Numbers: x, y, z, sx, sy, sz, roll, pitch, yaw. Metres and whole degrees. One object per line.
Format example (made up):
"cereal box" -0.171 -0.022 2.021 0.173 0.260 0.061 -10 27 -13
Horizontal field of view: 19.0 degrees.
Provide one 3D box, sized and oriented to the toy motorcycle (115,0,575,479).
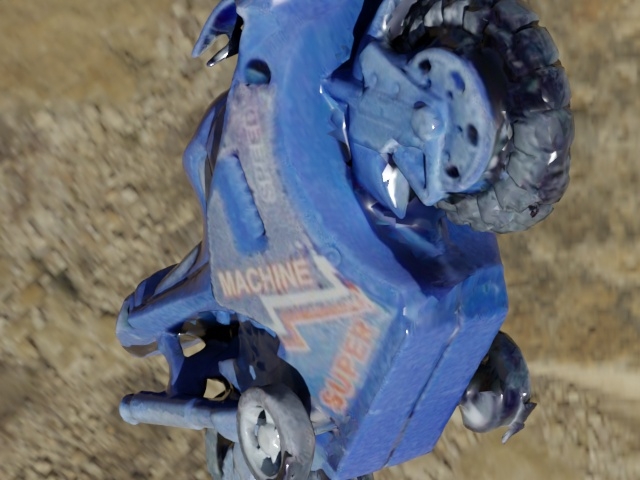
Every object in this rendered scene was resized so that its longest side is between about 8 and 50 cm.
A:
"toy motorcycle" 0.000 0.000 0.480 0.076 0.205 0.114 -13 56 -31
